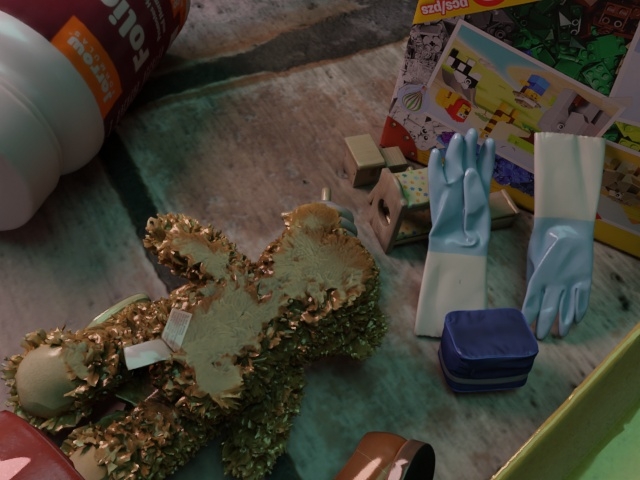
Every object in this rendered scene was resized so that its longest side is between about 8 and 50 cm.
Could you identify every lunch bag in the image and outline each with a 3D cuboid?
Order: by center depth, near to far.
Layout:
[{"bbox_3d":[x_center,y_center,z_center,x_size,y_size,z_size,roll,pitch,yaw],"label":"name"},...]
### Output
[{"bbox_3d":[0.173,0.115,0.625,0.098,0.065,0.067,-1,41,-5],"label":"lunch bag"}]

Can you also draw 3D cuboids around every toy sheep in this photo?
[{"bbox_3d":[0.000,0.000,0.674,0.091,0.091,0.132,4,71,-6],"label":"toy sheep"}]

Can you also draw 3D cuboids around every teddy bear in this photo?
[{"bbox_3d":[-0.101,0.099,0.552,0.245,0.113,0.338,39,65,8],"label":"teddy bear"}]

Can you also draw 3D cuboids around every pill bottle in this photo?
[{"bbox_3d":[-0.321,-0.217,0.700,0.223,0.224,0.392,15,52,3],"label":"pill bottle"}]

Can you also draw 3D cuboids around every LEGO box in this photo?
[{"bbox_3d":[0.361,-0.197,0.698,0.500,0.373,0.193,25,54,11],"label":"LEGO box"}]

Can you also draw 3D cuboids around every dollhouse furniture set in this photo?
[{"bbox_3d":[0.141,-0.092,0.754,0.181,0.101,0.161,-12,56,-17],"label":"dollhouse furniture set"}]

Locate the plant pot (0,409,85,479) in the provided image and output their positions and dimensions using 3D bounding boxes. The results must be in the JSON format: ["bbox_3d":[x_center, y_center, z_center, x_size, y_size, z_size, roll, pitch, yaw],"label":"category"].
[{"bbox_3d":[-0.245,0.258,0.342,0.272,0.272,0.265,37,49,19],"label":"plant pot"}]

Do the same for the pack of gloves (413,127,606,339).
[{"bbox_3d":[0.206,-0.005,0.680,0.194,0.046,0.232,4,93,-4],"label":"pack of gloves"}]

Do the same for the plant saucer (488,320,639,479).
[{"bbox_3d":[0.310,0.262,0.473,0.332,0.081,0.333,-42,67,-8],"label":"plant saucer"}]

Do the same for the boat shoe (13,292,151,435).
[{"bbox_3d":[-0.214,0.113,0.575,0.048,0.056,0.153,41,59,10],"label":"boat shoe"}]

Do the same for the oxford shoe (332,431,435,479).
[{"bbox_3d":[0.019,0.256,0.504,0.076,0.076,0.212,9,47,37],"label":"oxford shoe"}]
